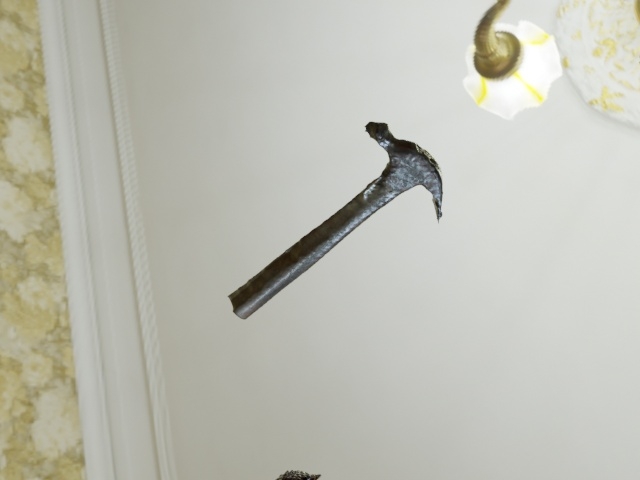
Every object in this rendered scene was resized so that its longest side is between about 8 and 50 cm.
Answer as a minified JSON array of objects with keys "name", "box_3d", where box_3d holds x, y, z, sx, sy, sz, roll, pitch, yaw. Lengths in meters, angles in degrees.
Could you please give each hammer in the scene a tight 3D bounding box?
[{"name":"hammer","box_3d":[0.000,-0.001,0.768,0.297,0.125,0.027,-38,-155,32]}]

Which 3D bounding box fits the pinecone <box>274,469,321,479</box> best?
[{"name":"pinecone","box_3d":[-0.027,0.304,0.863,0.077,0.077,0.083,-21,-105,26]}]
